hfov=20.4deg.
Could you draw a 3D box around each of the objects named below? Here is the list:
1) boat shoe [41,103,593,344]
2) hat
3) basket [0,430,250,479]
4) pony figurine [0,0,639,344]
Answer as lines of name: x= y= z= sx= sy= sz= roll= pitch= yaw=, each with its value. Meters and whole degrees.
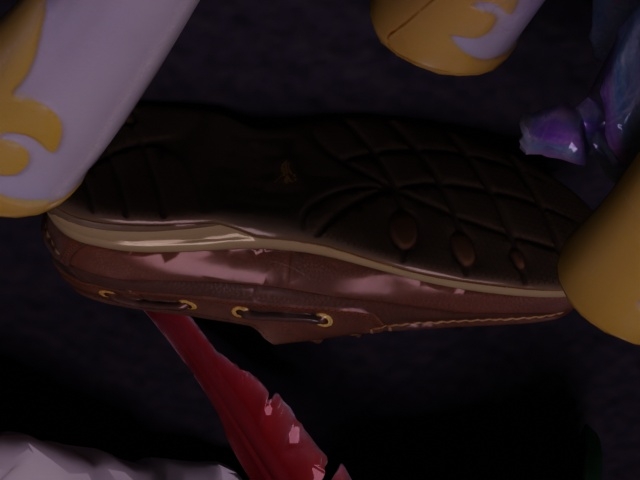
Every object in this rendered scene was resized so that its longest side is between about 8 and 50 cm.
boat shoe: x=0.000 y=0.000 z=0.564 sx=0.178 sy=0.064 sz=0.060 roll=7 pitch=137 yaw=-1
hat: x=0.000 y=0.132 z=0.641 sx=0.184 sy=0.208 sz=0.173 roll=8 pitch=167 yaw=5
basket: x=-0.172 y=0.252 z=0.570 sx=0.331 sy=0.328 sz=0.266 roll=18 pitch=137 yaw=-42
pony figurine: x=0.071 y=-0.118 z=0.348 sx=0.351 sy=0.302 sz=0.363 roll=12 pitch=146 yaw=-3
